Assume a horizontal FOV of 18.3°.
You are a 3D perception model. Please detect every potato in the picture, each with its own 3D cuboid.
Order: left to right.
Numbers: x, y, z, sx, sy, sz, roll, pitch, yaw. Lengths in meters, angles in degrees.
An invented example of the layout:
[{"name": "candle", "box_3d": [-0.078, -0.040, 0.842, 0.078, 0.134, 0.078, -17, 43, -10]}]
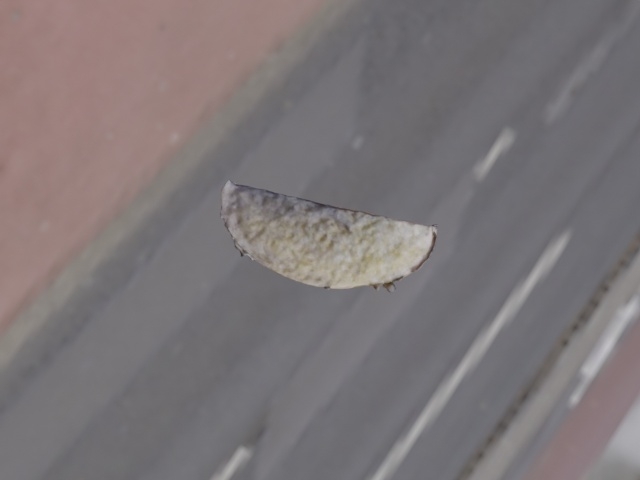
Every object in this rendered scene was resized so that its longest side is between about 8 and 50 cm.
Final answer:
[{"name": "potato", "box_3d": [0.000, 0.001, 0.850, 0.036, 0.093, 0.037, -159, -99, -87]}]
